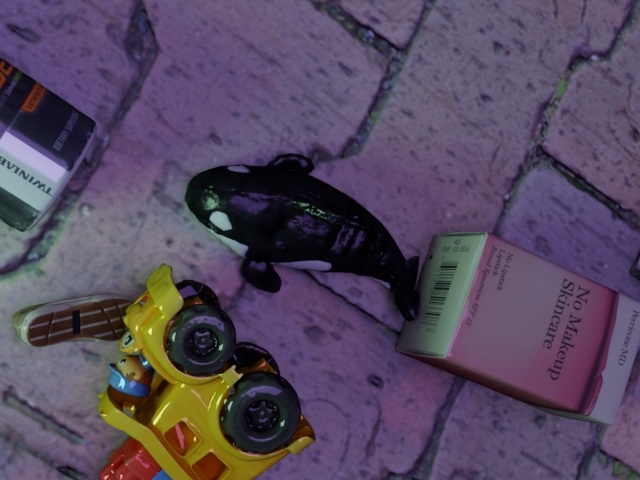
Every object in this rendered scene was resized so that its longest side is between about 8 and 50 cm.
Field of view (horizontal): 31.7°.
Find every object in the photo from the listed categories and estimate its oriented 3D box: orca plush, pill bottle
[{"bbox_3d":[0.000,0.000,1.195,0.287,0.102,0.151,38,76,-17],"label":"orca plush"},{"bbox_3d":[-0.343,-0.123,1.043,0.246,0.130,0.130,34,77,-18],"label":"pill bottle"}]

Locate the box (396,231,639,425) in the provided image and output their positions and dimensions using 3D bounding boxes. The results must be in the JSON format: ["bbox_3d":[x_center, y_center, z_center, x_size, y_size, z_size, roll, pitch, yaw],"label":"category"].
[{"bbox_3d":[0.228,0.099,1.272,0.232,0.127,0.148,23,80,-20],"label":"box"}]

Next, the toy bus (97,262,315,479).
[{"bbox_3d":[-0.147,0.164,1.121,0.211,0.149,0.220,-39,106,-2],"label":"toy bus"}]

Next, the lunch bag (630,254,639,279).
[{"bbox_3d":[0.560,0.040,1.323,0.235,0.287,0.169,30,78,-20],"label":"lunch bag"}]

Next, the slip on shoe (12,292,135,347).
[{"bbox_3d":[-0.243,0.079,1.129,0.135,0.041,0.051,-10,110,-39],"label":"slip on shoe"}]
